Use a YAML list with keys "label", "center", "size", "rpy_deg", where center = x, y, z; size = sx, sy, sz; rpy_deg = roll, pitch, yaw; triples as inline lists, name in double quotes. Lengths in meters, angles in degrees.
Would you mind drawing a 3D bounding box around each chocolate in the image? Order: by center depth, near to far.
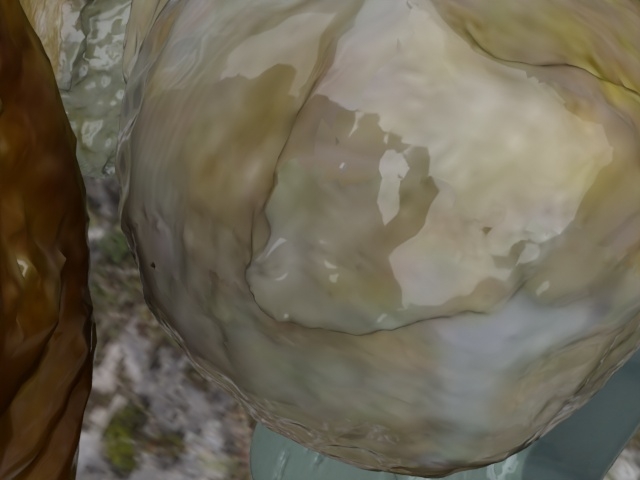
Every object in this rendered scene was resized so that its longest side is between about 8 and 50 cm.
- label: "chocolate"
  center: [0.011, -0.030, 0.476]
  size: [0.134, 0.309, 0.134]
  rpy_deg: [-2, 103, -7]

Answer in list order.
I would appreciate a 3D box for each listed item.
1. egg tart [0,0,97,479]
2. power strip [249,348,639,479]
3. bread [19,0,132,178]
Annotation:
- label: "egg tart"
  center: [-0.153, 0.101, 0.289]
  size: [0.178, 0.443, 0.443]
  rpy_deg: [0, 71, 6]
- label: "power strip"
  center: [0.057, 0.091, 0.708]
  size: [0.193, 0.059, 0.265]
  rpy_deg: [-58, 28, 20]
- label: "bread"
  center: [-0.002, -0.159, 0.904]
  size: [0.314, 0.171, 0.192]
  rpy_deg: [-14, 43, -11]
